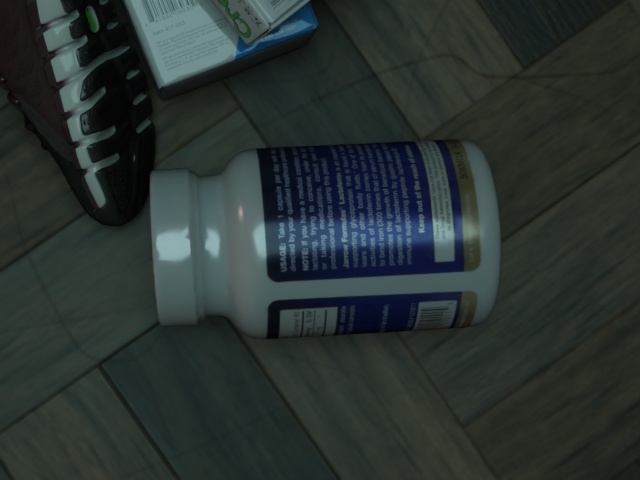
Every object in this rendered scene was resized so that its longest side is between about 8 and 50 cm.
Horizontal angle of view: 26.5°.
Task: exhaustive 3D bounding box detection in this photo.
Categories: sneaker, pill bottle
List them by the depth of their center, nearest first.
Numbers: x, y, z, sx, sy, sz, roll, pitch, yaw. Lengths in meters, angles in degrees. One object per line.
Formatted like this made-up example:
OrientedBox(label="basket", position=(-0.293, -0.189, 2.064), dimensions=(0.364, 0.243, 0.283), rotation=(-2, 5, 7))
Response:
OrientedBox(label="pill bottle", position=(0.000, 0.000, 1.082), dimensions=(0.264, 0.153, 0.153), rotation=(-3, 88, -6))
OrientedBox(label="sneaker", position=(-0.241, -0.143, 1.107), dimensions=(0.162, 0.106, 0.281), rotation=(-6, 107, 24))

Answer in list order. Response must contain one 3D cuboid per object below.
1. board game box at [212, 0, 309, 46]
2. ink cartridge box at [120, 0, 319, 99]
OrientedBox(label="board game box", position=(-0.076, -0.328, 1.052), dimensions=(0.193, 0.053, 0.305), rotation=(-42, 99, -27))
OrientedBox(label="ink cartridge box", position=(-0.103, -0.231, 1.116), dimensions=(0.139, 0.082, 0.191), rotation=(-22, 89, -7))
